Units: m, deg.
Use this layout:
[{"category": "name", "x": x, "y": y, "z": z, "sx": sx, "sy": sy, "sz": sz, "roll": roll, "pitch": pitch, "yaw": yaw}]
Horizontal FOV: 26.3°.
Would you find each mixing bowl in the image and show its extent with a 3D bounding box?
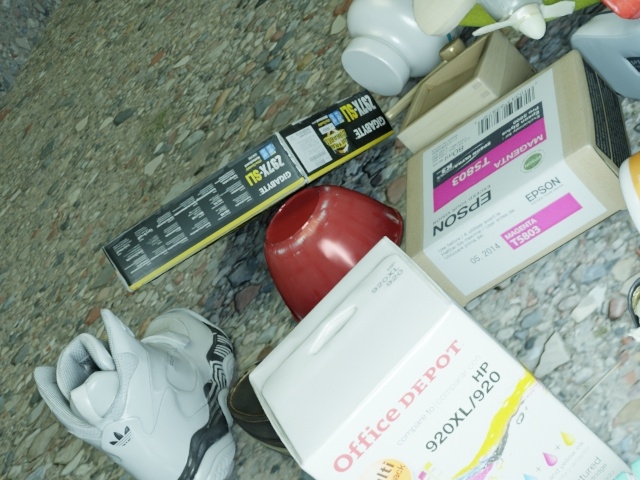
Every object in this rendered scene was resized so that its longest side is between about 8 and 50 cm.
[{"category": "mixing bowl", "x": 0.000, "y": 0.000, "z": 1.630, "sx": 0.181, "sy": 0.098, "sz": 0.181, "roll": -35, "pitch": 28, "yaw": 22}]

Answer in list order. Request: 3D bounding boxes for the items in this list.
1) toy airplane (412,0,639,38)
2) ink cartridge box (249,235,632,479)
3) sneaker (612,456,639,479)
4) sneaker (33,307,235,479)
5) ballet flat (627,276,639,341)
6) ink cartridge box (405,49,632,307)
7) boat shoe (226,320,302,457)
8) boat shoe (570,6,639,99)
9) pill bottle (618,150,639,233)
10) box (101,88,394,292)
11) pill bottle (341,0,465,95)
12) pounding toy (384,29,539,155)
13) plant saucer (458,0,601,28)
[{"category": "toy airplane", "x": 0.258, "y": -0.390, "z": 1.384, "sx": 0.386, "sy": 0.272, "sz": 0.384, "roll": 6, "pitch": 83, "yaw": 58}, {"category": "ink cartridge box", "x": 0.092, "y": 0.149, "z": 1.111, "sx": 0.171, "sy": 0.233, "sz": 0.168, "roll": -47, "pitch": 25, "yaw": 1}, {"category": "sneaker", "x": 0.272, "y": 0.189, "z": 0.962, "sx": 0.223, "sy": 0.083, "sz": 0.098, "roll": -49, "pitch": 45, "yaw": 18}, {"category": "sneaker", "x": -0.213, "y": 0.148, "z": 1.615, "sx": 0.137, "sy": 0.210, "sz": 0.366, "roll": -41, "pitch": 26, "yaw": 13}, {"category": "ballet flat", "x": 0.285, "y": 0.092, "z": 1.084, "sx": 0.074, "sy": 0.074, "sz": 0.203, "roll": -37, "pitch": 27, "yaw": 20}, {"category": "ink cartridge box", "x": 0.201, "y": -0.064, "z": 1.420, "sx": 0.235, "sy": 0.088, "sz": 0.193, "roll": -34, "pitch": 27, "yaw": 25}, {"category": "boat shoe", "x": 0.010, "y": 0.133, "z": 1.382, "sx": 0.355, "sy": 0.130, "sz": 0.132, "roll": -13, "pitch": 41, "yaw": 50}, {"category": "boat shoe", "x": 0.388, "y": -0.211, "z": 1.312, "sx": 0.156, "sy": 0.136, "sz": 0.367, "roll": -46, "pitch": 15, "yaw": -5}, {"category": "pill bottle", "x": 0.365, "y": -0.063, "z": 1.121, "sx": 0.216, "sy": 0.121, "sz": 0.121, "roll": -31, "pitch": 30, "yaw": 26}, {"category": "box", "x": -0.091, "y": -0.067, "z": 1.768, "sx": 0.322, "sy": 0.079, "sz": 0.257, "roll": -30, "pitch": 4, "yaw": 32}, {"category": "pill bottle", "x": 0.131, "y": -0.321, "z": 1.829, "sx": 0.146, "sy": 0.146, "sz": 0.264, "roll": -3, "pitch": 49, "yaw": 56}, {"category": "pounding toy", "x": 0.167, "y": -0.161, "z": 1.618, "sx": 0.181, "sy": 0.094, "sz": 0.206, "roll": -35, "pitch": 18, "yaw": 35}, {"category": "plant saucer", "x": 0.261, "y": -0.299, "z": 1.610, "sx": 0.188, "sy": 0.045, "sz": 0.188, "roll": -22, "pitch": 18, "yaw": -20}]
